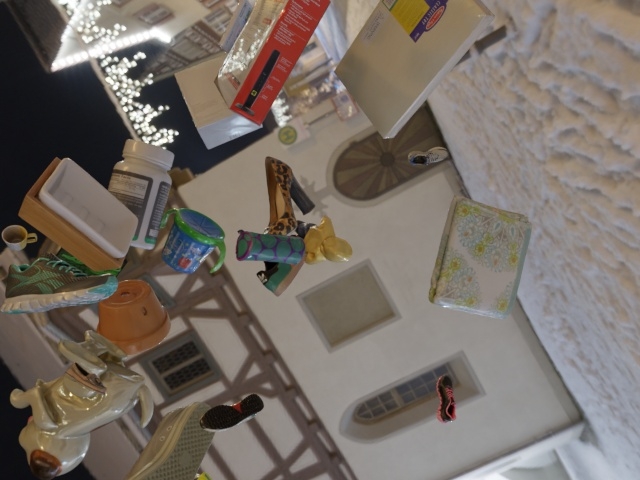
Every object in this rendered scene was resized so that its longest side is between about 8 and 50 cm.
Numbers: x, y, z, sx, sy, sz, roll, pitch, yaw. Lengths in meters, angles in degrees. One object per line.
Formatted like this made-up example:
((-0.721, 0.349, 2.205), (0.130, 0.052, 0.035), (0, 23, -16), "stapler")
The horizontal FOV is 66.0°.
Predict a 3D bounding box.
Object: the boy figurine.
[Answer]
((0.000, 0.000, 1.619), (0.092, 0.177, 0.285), (20, 179, -36), "boy figurine")

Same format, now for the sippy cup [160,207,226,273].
((-0.572, 0.014, 2.152), (0.240, 0.224, 0.305), (22, -160, -41), "sippy cup")

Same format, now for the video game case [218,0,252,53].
((-0.254, -0.651, 1.522), (0.019, 0.157, 0.143), (28, -173, 2), "video game case")

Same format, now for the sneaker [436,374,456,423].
((0.325, 0.400, 1.245), (0.057, 0.047, 0.119), (132, 146, -63), "sneaker")

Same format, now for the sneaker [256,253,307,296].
((-0.126, 0.061, 1.776), (0.121, 0.108, 0.302), (42, -139, -11), "sneaker")

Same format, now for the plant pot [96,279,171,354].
((-0.780, 0.297, 2.019), (0.291, 0.291, 0.203), (-103, 9, -61), "plant pot")

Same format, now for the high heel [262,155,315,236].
((-0.130, -0.096, 1.246), (0.186, 0.093, 0.261), (52, -140, -12), "high heel")

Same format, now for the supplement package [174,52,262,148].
((-0.314, -0.433, 1.537), (0.149, 0.194, 0.203), (92, 154, -76), "supplement package")

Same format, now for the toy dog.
((-0.783, 0.554, 1.596), (0.395, 0.407, 0.284), (37, 176, -10), "toy dog")

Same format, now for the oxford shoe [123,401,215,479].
((-0.409, 0.591, 1.209), (0.169, 0.130, 0.449), (62, -152, -21), "oxford shoe")

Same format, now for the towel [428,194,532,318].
((0.539, 0.060, 1.663), (0.321, 0.374, 0.090), (15, 178, -21), "towel")

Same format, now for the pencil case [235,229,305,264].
((-0.107, 0.016, 1.044), (0.152, 0.070, 0.064), (7, -100, -42), "pencil case")

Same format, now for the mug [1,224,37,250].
((-0.876, 0.001, 1.430), (0.078, 0.064, 0.062), (22, -126, -11), "mug")

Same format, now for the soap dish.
((-0.657, -0.066, 1.354), (0.291, 0.118, 0.229), (47, -163, -31), "soap dish")

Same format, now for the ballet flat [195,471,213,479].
((-0.454, 0.841, 1.670), (0.077, 0.231, 0.077), (61, -156, 5), "ballet flat")

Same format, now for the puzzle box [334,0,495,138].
((0.224, -0.506, 1.293), (0.052, 0.409, 0.272), (-15, -114, -43), "puzzle box")

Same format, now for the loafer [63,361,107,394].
((-0.560, 0.330, 1.181), (0.039, 0.125, 0.045), (-66, -22, -19), "loafer")

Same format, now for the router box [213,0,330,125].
((-0.133, -0.459, 1.169), (0.082, 0.301, 0.335), (25, -163, -28), "router box")

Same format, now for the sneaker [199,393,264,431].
((-0.205, 0.401, 1.110), (0.161, 0.075, 0.057), (-7, -127, -47), "sneaker")

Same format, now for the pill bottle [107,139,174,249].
((-0.654, -0.162, 1.764), (0.204, 0.204, 0.360), (28, -104, -75), "pill bottle")

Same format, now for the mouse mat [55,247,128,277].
((-0.718, 0.072, 1.527), (0.190, 0.152, 0.007), (25, -145, -33), "mouse mat")

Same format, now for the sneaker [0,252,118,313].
((-0.347, 0.051, 0.645), (0.065, 0.167, 0.076), (32, -130, -77), "sneaker")

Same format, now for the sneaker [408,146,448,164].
((0.363, -0.276, 1.654), (0.058, 0.135, 0.052), (-73, -30, -59), "sneaker")
